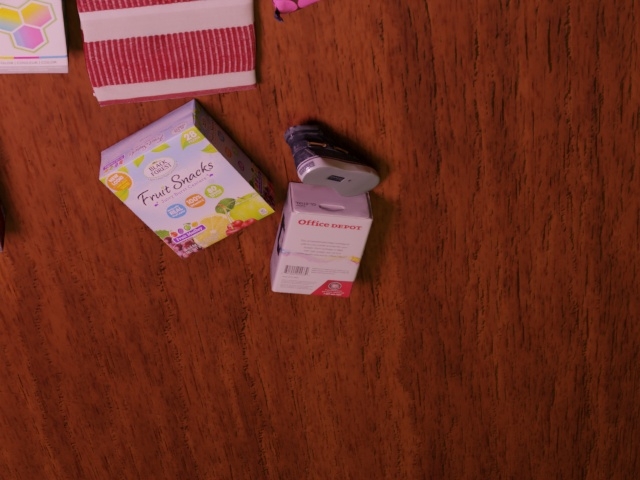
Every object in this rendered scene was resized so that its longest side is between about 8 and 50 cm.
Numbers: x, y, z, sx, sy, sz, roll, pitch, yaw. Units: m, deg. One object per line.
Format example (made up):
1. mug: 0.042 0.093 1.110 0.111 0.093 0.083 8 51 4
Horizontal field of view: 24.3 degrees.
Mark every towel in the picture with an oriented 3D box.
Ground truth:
1. towel: -0.207 -0.324 1.985 0.237 0.037 0.329 -6 136 -4

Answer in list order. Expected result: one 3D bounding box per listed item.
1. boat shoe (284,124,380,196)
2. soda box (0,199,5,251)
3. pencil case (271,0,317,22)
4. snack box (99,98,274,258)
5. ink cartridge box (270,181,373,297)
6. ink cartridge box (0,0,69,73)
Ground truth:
1. boat shoe: 0.020 -0.121 2.192 0.065 0.083 0.183 -34 155 25
2. soda box: -0.525 -0.097 2.135 0.092 0.083 0.263 -6 134 -1
3. pencil case: 0.030 -0.354 1.933 0.209 0.095 0.098 -15 170 4
4. snack box: -0.195 -0.086 2.192 0.174 0.070 0.207 -28 129 20
5. ink cartridge box: 0.000 0.000 2.294 0.127 0.072 0.175 6 133 -11
6. ink cartridge box: -0.390 -0.315 1.944 0.109 0.062 0.209 -1 138 -6
